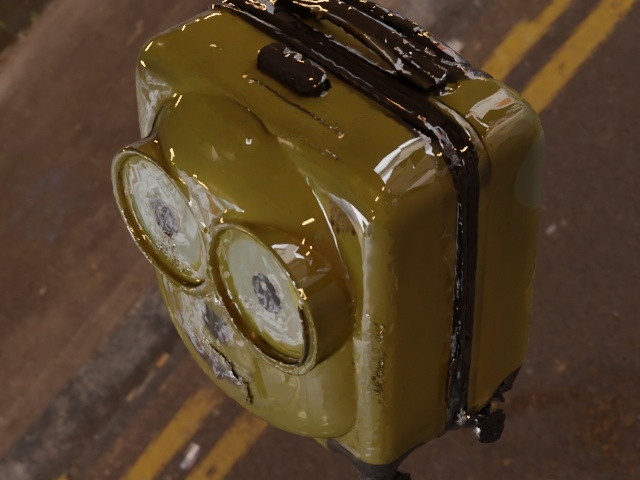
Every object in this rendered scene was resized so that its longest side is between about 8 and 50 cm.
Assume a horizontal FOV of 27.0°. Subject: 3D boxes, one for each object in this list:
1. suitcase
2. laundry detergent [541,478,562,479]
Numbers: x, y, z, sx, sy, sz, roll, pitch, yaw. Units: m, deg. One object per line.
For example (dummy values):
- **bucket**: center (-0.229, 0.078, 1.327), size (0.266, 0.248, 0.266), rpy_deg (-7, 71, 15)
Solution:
- **suitcase**: center (0.000, 0.000, 0.668), size (0.143, 0.235, 0.194), rpy_deg (-30, 48, -28)
- **laundry detergent**: center (0.132, 0.174, 0.366), size (0.237, 0.076, 0.171), rpy_deg (14, 84, 51)
